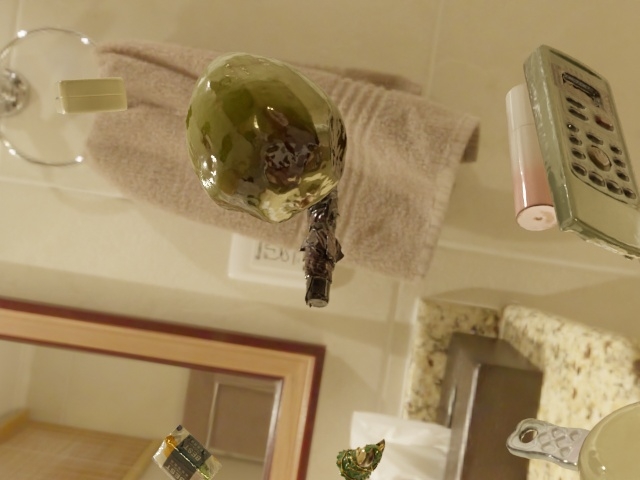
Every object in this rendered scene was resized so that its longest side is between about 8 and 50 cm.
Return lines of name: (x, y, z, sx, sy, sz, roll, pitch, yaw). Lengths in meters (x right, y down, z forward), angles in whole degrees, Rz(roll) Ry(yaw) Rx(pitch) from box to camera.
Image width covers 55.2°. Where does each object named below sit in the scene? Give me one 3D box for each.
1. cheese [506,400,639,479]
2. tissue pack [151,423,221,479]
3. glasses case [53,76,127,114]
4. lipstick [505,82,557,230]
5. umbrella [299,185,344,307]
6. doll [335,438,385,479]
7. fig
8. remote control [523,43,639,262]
cheese: (0.285, 0.223, 0.582, 0.070, 0.249, 0.163, 59, -141, -16)
tissue pack: (-0.182, 0.302, 0.833, 0.062, 0.083, 0.042, -55, -10, 31)
glasses case: (-0.520, -0.322, 1.367, 0.313, 0.131, 0.070, -156, 60, -62)
lipstick: (0.434, -0.178, 1.255, 0.087, 0.087, 0.326, 98, 179, -58)
umbrella: (0.000, 0.000, 1.386, 0.094, 0.090, 0.325, 55, -148, -51)
doll: (0.094, 0.450, 1.229, 0.078, 0.113, 0.076, -11, -104, -56)
fig: (-0.090, -0.163, 0.917, 0.271, 0.240, 0.239, 62, 167, 19)
remote control: (0.300, -0.105, 0.687, 0.038, 0.124, 0.285, -50, 25, 47)
